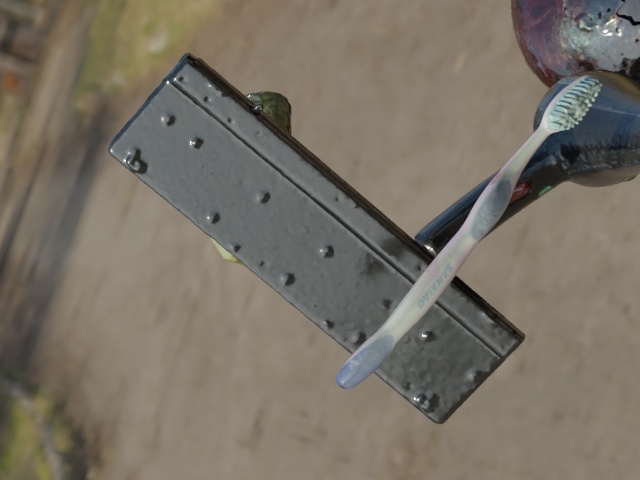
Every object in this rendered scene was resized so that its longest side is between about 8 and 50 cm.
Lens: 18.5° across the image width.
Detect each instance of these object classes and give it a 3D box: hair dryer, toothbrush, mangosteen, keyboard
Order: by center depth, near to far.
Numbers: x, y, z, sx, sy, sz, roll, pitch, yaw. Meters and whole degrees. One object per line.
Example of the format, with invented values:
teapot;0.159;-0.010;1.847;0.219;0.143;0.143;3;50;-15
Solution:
toothbrush;0.099;-0.007;1.286;0.269;0.021;0.027;-51;14;-11
keyboard;0.000;0.000;1.365;0.101;0.310;0.018;-48;8;19
hair dryer;0.151;-0.027;1.462;0.272;0.091;0.235;-38;13;-7
mangosteen;0.363;-0.273;2.123;0.330;0.330;0.330;-160;90;-79

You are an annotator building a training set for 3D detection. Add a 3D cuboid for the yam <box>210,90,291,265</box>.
yam;-0.059;-0.051;1.684;0.070;0.070;0.146;144;131;-71
